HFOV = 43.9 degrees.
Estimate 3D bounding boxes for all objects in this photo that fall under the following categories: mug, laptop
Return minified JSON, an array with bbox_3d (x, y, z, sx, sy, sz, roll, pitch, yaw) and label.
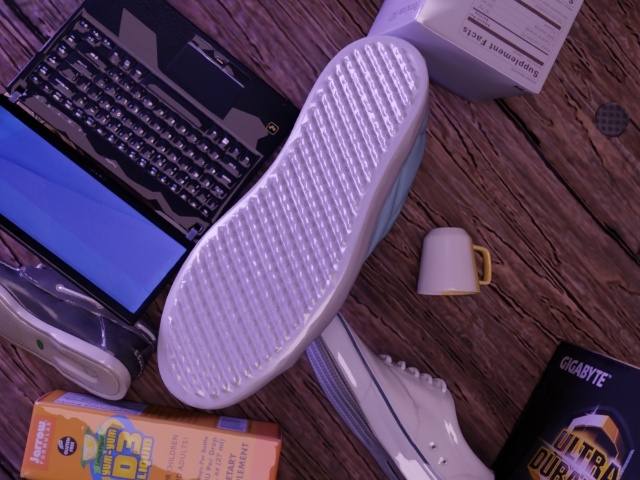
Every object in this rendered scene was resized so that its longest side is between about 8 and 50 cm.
[{"bbox_3d":[0.130,0.022,0.792,0.062,0.078,0.064,-5,81,29],"label":"mug"},{"bbox_3d":[-0.173,-0.100,0.703,0.234,0.136,0.264,39,80,-7],"label":"laptop"}]

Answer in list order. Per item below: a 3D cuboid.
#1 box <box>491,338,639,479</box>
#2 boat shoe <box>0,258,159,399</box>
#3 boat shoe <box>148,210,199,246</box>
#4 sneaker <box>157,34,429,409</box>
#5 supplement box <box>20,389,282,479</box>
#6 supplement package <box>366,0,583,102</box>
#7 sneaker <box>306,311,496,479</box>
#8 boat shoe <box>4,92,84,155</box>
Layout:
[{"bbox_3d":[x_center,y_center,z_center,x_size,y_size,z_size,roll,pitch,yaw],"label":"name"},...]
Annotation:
[{"bbox_3d":[0.232,0.230,0.661,0.079,0.322,0.257,28,90,-5],"label":"box"},{"bbox_3d":[-0.266,0.062,0.763,0.233,0.084,0.079,31,51,3],"label":"boat shoe"},{"bbox_3d":[-0.186,0.003,0.771,0.137,0.043,0.049,-9,71,-20],"label":"boat shoe"},{"bbox_3d":[0.000,0.000,0.720,0.135,0.150,0.366,30,78,23],"label":"sneaker"},{"bbox_3d":[-0.157,0.202,0.759,0.234,0.080,0.078,9,88,-1],"label":"supplement box"},{"bbox_3d":[0.168,-0.268,0.732,0.134,0.139,0.244,26,88,-16],"label":"supplement package"},{"bbox_3d":[0.075,0.159,0.777,0.091,0.094,0.258,-36,97,-21],"label":"sneaker"},{"bbox_3d":[-0.259,-0.081,0.764,0.056,0.048,0.153,-32,92,-3],"label":"boat shoe"}]
